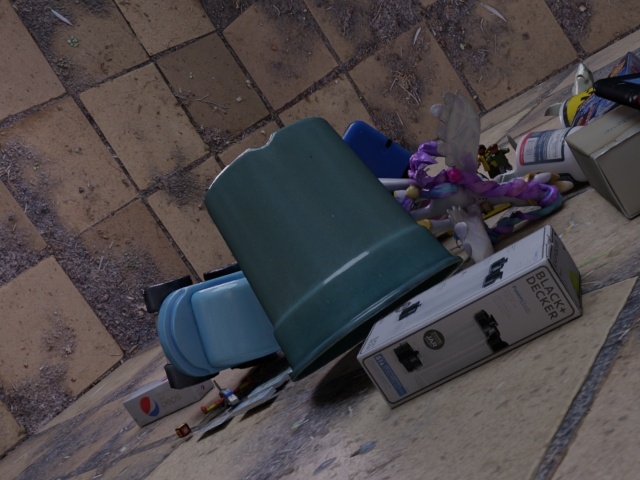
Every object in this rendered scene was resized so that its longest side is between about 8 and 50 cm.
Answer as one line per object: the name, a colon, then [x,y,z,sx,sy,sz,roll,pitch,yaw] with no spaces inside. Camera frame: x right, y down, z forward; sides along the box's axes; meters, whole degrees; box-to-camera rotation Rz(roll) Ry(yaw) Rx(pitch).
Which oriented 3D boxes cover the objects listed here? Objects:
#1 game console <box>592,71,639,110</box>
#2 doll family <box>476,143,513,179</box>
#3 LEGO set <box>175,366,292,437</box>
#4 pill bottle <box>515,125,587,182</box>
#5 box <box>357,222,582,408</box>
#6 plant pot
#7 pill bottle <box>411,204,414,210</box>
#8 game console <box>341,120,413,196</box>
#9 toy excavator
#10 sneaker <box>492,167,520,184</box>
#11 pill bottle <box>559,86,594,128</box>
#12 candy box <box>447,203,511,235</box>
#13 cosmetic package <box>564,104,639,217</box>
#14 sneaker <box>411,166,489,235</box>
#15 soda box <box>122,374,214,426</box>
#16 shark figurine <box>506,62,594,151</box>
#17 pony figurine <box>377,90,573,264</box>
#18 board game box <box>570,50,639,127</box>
game console: [0.618,-0.252,1.423,0.342,0.060,0.386,-4,11,8]
doll family: [0.394,-0.182,2.337,0.193,0.111,0.076,-31,7,21]
LEGO set: [-0.169,0.295,1.769,0.244,0.060,0.182,-30,3,27]
pill bottle: [0.474,-0.162,1.773,0.108,0.108,0.180,-37,22,-35]
box: [0.205,0.101,1.263,0.290,0.087,0.169,-31,7,20]
plant pot: [0.000,0.000,1.540,0.341,0.334,0.341,-35,-9,-6]
pill bottle: [0.158,-0.038,2.221,0.265,0.153,0.153,-35,7,-15]
game console: [0.083,-0.072,2.030,0.293,0.250,0.173,-60,13,-9]
toy excavator: [-0.083,0.137,1.848,0.433,0.222,0.445,-16,2,-31]
sneaker: [0.445,-0.138,2.087,0.061,0.053,0.152,0,-26,-40]
pill bottle: [0.622,-0.283,1.970,0.119,0.119,0.208,-38,9,-40]
candy box: [0.375,-0.079,2.040,0.206,0.027,0.105,-29,10,36]
cosmetic package: [0.511,-0.145,1.509,0.160,0.113,0.309,-31,6,11]
sneaker: [0.253,-0.085,2.089,0.252,0.111,0.103,-42,0,14]
soda box: [-0.349,0.351,2.125,0.216,0.074,0.069,-28,8,33]
shark figurine: [0.589,-0.264,2.224,0.116,0.166,0.278,-1,-40,-50]
pony figurine: [0.242,-0.088,1.711,0.363,0.303,0.351,-8,-8,34]
board game box: [0.576,-0.271,1.832,0.194,0.060,0.194,-59,7,-35]
